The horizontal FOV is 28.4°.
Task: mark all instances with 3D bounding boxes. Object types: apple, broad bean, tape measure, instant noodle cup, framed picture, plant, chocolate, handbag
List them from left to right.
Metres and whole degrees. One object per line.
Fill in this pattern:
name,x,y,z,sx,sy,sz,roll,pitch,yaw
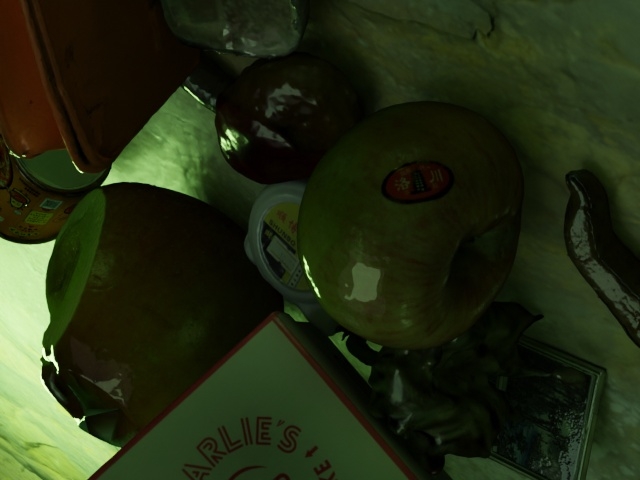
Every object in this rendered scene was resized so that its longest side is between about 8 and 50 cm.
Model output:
instant noodle cup,-0.422,-0.118,1.912,0.216,0.216,0.172,52,141,-9
handbag,-0.255,-0.301,1.346,0.116,0.303,0.410,12,133,22
apple,-0.251,0.115,1.809,0.384,0.374,0.374,24,144,24
chocolate,-0.098,-0.334,1.317,0.185,0.100,0.303,16,143,26
broad bean,-0.040,-0.137,1.455,0.156,0.122,0.228,49,152,-12
tape measure,0.003,-0.001,1.571,0.196,0.105,0.178,47,130,18
apple,0.093,-0.015,1.293,0.194,0.261,0.261,29,147,38
plant,0.110,0.172,1.496,0.333,0.251,0.180,-22,92,57
framed picture,0.265,0.211,1.519,0.142,0.011,0.183,23,118,36

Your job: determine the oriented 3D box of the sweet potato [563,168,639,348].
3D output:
sweet potato,0.306,0.030,1.275,0.233,0.062,0.081,53,135,-4

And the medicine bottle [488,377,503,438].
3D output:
medicine bottle,0.231,0.213,1.599,0.220,0.061,0.092,36,131,18

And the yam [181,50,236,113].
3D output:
yam,-0.185,-0.237,1.594,0.274,0.061,0.061,41,150,9

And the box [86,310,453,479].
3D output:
box,-0.042,0.302,1.536,0.312,0.314,0.300,48,-176,11
